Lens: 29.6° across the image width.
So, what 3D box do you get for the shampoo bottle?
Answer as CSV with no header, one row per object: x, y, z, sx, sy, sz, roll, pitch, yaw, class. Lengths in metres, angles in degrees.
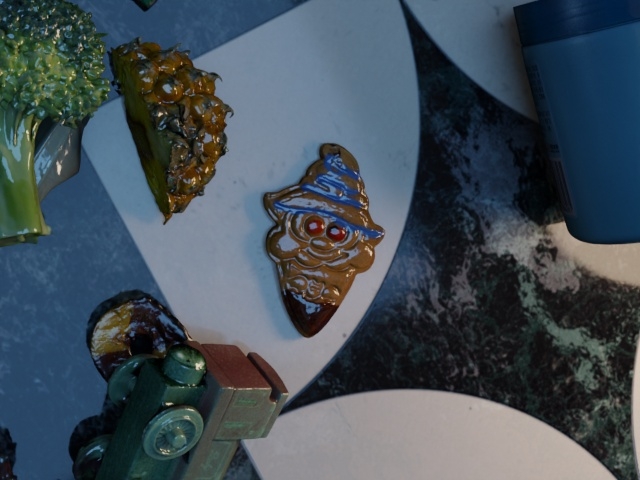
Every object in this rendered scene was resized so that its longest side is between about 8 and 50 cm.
0.462,-0.197,1.669,0.331,0.331,0.343,-16,99,-13,shampoo bottle

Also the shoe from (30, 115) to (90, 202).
-0.350,-0.118,1.587,0.100,0.103,0.251,40,71,-42,shoe

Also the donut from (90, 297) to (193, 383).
-0.245,0.144,1.654,0.140,0.059,0.141,-1,95,-15,donut

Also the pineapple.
-0.172,-0.160,1.604,0.139,0.164,0.250,-19,95,-20,pineapple

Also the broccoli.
-0.430,-0.154,1.426,0.375,0.249,0.302,-17,60,11,broccoli

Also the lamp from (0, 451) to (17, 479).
-0.509,0.324,1.567,0.215,0.151,0.223,-35,58,-15,lamp

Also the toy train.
-0.191,0.274,1.614,0.221,0.150,0.304,8,116,-41,toy train

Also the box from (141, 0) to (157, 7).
-0.215,-0.521,1.593,0.264,0.106,0.337,40,85,-14,box

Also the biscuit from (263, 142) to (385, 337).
0.000,0.000,1.720,0.183,0.043,0.280,10,88,-11,biscuit
